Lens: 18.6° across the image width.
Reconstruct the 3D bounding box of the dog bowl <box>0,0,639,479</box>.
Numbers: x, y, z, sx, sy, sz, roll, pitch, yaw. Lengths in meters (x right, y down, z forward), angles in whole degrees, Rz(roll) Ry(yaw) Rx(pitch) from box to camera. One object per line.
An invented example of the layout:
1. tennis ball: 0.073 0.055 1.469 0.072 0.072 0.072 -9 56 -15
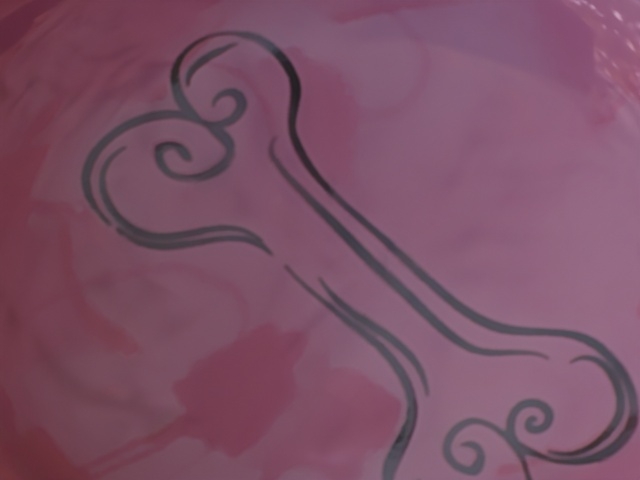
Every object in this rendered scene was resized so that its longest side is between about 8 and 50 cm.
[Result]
1. dog bowl: 0.000 0.000 0.451 0.408 0.408 0.150 15 156 16
